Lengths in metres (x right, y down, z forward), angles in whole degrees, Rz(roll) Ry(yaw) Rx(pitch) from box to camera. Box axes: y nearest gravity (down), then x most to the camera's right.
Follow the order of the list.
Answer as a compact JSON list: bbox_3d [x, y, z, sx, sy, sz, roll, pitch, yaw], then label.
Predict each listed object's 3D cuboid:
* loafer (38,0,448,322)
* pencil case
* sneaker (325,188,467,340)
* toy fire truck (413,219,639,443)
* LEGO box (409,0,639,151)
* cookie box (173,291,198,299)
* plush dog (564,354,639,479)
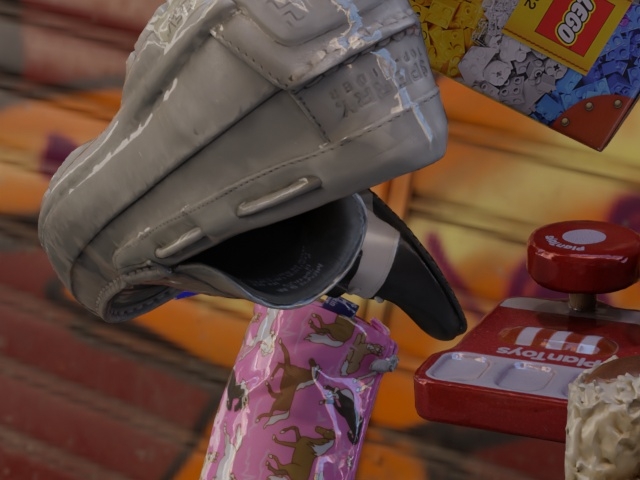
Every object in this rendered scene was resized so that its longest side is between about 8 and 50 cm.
[{"bbox_3d":[-0.040,-0.016,0.688,0.112,0.111,0.319,-32,-6,-24],"label":"loafer"},{"bbox_3d":[-0.038,0.250,1.812,0.160,0.386,0.167,23,-13,-33],"label":"pencil case"},{"bbox_3d":[0.000,0.000,1.594,0.330,0.146,0.122,46,-2,-14],"label":"sneaker"},{"bbox_3d":[0.254,0.109,1.341,0.302,0.169,0.254,9,23,24],"label":"toy fire truck"},{"bbox_3d":[0.100,-0.326,1.607,0.372,0.193,0.500,24,19,-19],"label":"LEGO box"},{"bbox_3d":[-0.075,0.000,0.964,0.092,0.040,0.107,11,16,42],"label":"cookie box"},{"bbox_3d":[0.260,0.206,1.011,0.225,0.210,0.262,1,25,13],"label":"plush dog"}]
